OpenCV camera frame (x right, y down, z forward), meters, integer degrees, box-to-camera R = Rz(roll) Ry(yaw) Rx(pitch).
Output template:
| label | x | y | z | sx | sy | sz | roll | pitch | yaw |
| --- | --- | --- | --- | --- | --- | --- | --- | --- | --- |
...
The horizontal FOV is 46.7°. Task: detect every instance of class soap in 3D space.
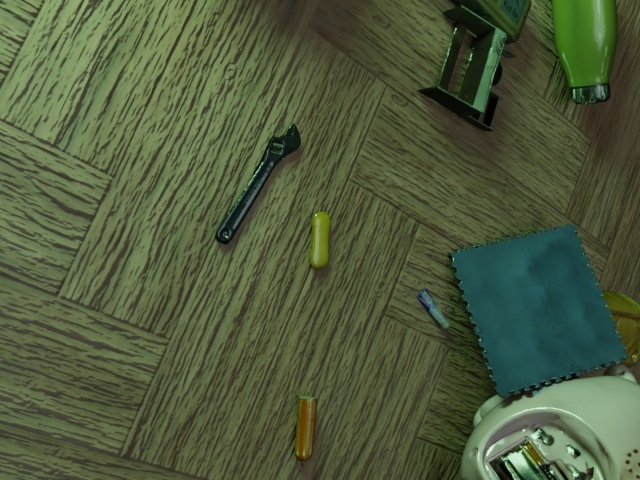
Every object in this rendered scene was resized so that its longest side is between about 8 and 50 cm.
| label | x | y | z | sx | sy | sz | roll | pitch | yaw |
| --- | --- | --- | --- | --- | --- | --- | --- | --- | --- |
| soap | 0.000 | 0.000 | 1.137 | 0.034 | 0.012 | 0.089 | 2 | 94 | -34 |

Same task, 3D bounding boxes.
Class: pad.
| label | x | y | z | sx | sy | sz | roll | pitch | yaw |
| --- | --- | --- | --- | --- | --- | --- | --- | --- | --- |
| pad | 0.378 | 0.114 | 1.289 | 0.269 | 0.012 | 0.270 | -10 | 73 | -16 |

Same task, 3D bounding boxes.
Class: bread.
| label | x | y | z | sx | sy | sz | roll | pitch | yaw |
| --- | --- | --- | --- | --- | --- | --- | --- | --- | --- |
| bread | 0.503 | 0.163 | 1.419 | 0.288 | 0.119 | 0.152 | 9 | 93 | -32 |

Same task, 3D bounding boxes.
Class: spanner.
| label | x | y | z | sx | sy | sz | roll | pitch | yaw |
| --- | --- | --- | --- | --- | --- | --- | --- | --- | --- |
| spanner | -0.089 | -0.083 | 1.071 | 0.046 | 0.012 | 0.208 | 39 | 74 | -31 |

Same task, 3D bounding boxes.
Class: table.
| label | x | y | z | sx | sy | sz | roll | pitch | yaw |
| --- | --- | --- | --- | --- | --- | --- | --- | --- | --- |
| table | 0.263 | -0.285 | 1.255 | 0.175 | 0.062 | 0.146 | 21 | 83 | -30 |

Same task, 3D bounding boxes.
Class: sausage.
| label | x | y | z | sx | sy | sz | roll | pitch | yaw |
| --- | --- | --- | --- | --- | --- | --- | --- | --- | --- |
| sausage | -0.023 | 0.293 | 1.139 | 0.031 | 0.031 | 0.107 | 2 | 93 | -33 |

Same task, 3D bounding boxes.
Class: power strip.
| label | x | y | z | sx | sy | sz | roll | pitch | yaw |
| --- | --- | --- | --- | --- | --- | --- | --- | --- | --- |
| power strip | 0.213 | -0.464 | 1.202 | 0.387 | 0.066 | 0.092 | 31 | 75 | -31 |

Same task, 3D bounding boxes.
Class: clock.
| label | x | y | z | sx | sy | sz | roll | pitch | yaw |
| --- | --- | --- | --- | --- | --- | --- | --- | --- | --- |
| clock | 0.435 | 0.383 | 1.238 | 0.376 | 0.368 | 0.250 | -30 | 144 | -6 |

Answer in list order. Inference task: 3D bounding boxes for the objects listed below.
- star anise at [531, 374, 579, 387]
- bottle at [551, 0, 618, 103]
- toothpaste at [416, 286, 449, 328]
| label | x | y | z | sx | sy | sz | roll | pitch | yaw |
| --- | --- | --- | --- | --- | --- | --- | --- | --- | --- |
| star anise | 0.455 | 0.316 | 1.441 | 0.168 | 0.057 | 0.168 | -7 | 103 | -34 |
| bottle | 0.486 | -0.382 | 1.360 | 0.112 | 0.112 | 0.260 | -14 | 102 | -31 |
| toothpaste | 0.195 | 0.117 | 1.277 | 0.024 | 0.015 | 0.083 | -46 | 111 | -20 |
